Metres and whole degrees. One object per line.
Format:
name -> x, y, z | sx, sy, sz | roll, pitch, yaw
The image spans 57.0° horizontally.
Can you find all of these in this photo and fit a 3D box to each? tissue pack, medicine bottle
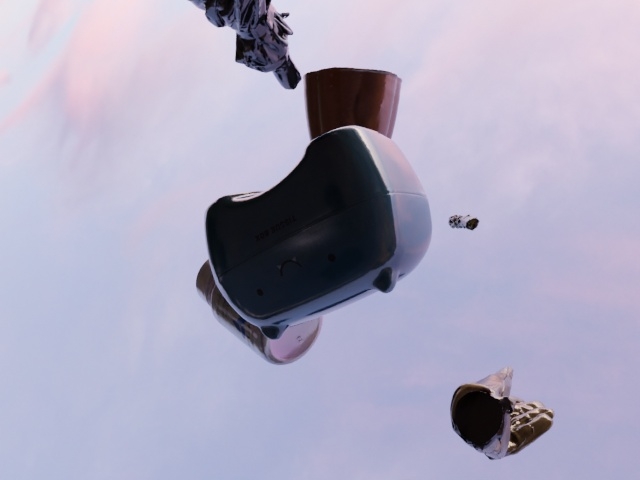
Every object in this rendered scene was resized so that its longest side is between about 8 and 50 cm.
tissue pack -> 0.000, 0.000, 0.782 | 0.287, 0.198, 0.206 | -25, -100, 27
medicine bottle -> -0.142, 0.137, 1.294 | 0.293, 0.170, 0.170 | 28, -92, 44

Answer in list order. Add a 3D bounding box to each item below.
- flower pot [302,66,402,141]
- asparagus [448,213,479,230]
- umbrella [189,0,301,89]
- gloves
flower pot -> 0.059, -0.225, 1.119 | 0.191, 0.191, 0.173 | 7, -82, 44
asparagus -> 0.317, -0.041, 1.326 | 0.165, 0.030, 0.036 | -160, -89, -84
umbrella -> -0.091, -0.309, 0.844 | 0.118, 0.340, 0.118 | -3, -102, 14
gloves -> 0.341, 0.336, 1.140 | 0.141, 0.331, 0.154 | -48, -121, 13
